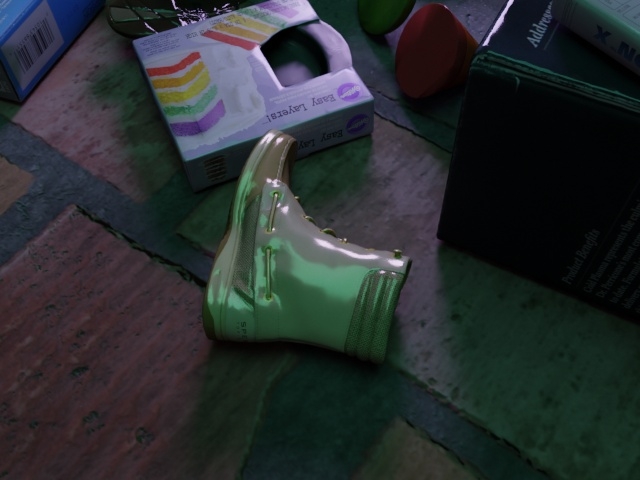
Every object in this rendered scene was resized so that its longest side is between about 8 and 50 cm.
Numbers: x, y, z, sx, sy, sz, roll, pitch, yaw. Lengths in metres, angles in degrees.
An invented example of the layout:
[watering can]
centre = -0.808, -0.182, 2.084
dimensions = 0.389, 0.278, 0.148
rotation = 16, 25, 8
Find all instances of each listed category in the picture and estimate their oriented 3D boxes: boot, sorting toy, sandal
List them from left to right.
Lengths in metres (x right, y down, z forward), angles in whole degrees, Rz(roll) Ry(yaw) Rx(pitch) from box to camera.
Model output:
[sandal]
centre = -0.197, -0.315, 0.986
dimensions = 0.219, 0.060, 0.090
rotation = -13, 61, -24
[boot]
centre = 0.000, 0.000, 0.738
dimensions = 0.203, 0.095, 0.262
rotation = 8, 58, 8
[sorting toy]
centre = 0.146, -0.337, 0.980
dimensions = 0.126, 0.127, 0.365
rotation = 4, 47, -32

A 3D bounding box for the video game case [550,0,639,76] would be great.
[video game case]
centre = 0.409, -0.181, 0.537
dimensions = 0.329, 0.036, 0.300
rotation = -31, 60, -18

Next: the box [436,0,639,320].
[box]
centre = 0.441, -0.161, 0.714
dimensions = 0.472, 0.297, 0.480
rotation = 25, 61, 16

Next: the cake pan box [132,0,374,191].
[cake pan box]
centre = -0.088, -0.207, 0.900
dimensions = 0.267, 0.070, 0.245
rotation = -19, 60, -12

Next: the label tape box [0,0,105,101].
[label tape box]
centre = -0.527, -0.351, 0.986
dimensions = 0.334, 0.106, 0.240
rotation = 15, 57, 13
